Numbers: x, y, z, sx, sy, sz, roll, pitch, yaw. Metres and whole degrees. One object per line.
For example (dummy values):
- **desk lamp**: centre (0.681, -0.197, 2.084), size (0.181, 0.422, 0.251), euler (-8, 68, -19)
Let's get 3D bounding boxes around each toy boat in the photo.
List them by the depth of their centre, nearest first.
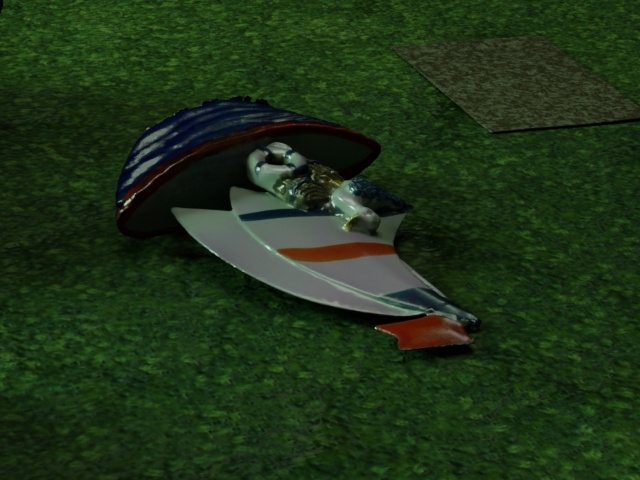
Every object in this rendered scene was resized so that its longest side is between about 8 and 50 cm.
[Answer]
- **toy boat**: centre (-0.029, -0.005, 1.252), size (0.219, 0.072, 0.318), euler (-1, 34, -14)

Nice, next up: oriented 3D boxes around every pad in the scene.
- **pad**: centre (0.176, -0.144, 1.635), size (0.158, 0.003, 0.235), euler (-6, 25, -19)

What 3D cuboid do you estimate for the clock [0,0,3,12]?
- **clock**: centre (-0.406, -0.122, 1.384), size (0.273, 0.049, 0.279), euler (8, 48, 12)
